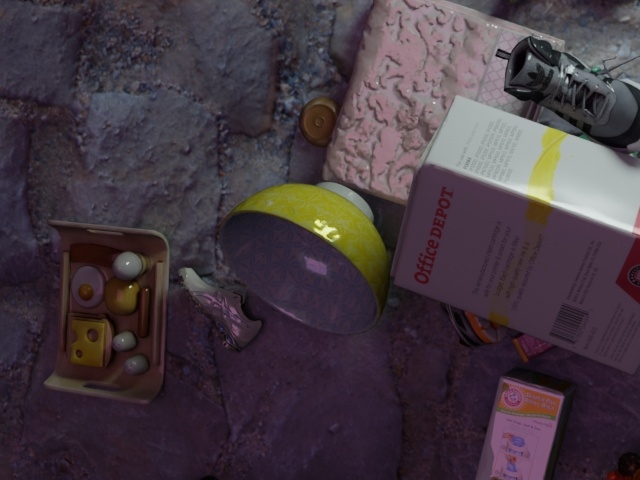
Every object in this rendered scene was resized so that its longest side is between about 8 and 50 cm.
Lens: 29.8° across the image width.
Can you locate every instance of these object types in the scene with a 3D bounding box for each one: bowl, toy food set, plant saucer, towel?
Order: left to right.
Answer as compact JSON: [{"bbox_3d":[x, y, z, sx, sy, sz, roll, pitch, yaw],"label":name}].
[{"bbox_3d":[-0.386,0.123,2.114,0.219,0.092,0.306,5,95,19],"label":"toy food set"},{"bbox_3d":[0.000,0.000,1.913,0.289,0.289,0.156,23,59,17],"label":"bowl"},{"bbox_3d":[0.001,-0.196,1.991,0.083,0.015,0.083,2,95,20],"label":"plant saucer"},{"bbox_3d":[0.186,-0.207,1.902,0.317,0.053,0.332,20,100,17],"label":"towel"}]

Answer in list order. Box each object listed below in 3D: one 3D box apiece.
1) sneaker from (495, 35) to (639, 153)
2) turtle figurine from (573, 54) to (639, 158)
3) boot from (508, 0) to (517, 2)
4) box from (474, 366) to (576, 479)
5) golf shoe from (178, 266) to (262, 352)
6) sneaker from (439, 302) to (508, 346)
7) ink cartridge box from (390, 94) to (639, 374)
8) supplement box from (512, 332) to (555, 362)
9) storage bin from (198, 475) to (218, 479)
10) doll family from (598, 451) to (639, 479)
[{"bbox_3d":[0.350,-0.206,1.683,0.268,0.153,0.101,44,114,53],"label":"sneaker"},{"bbox_3d":[0.430,-0.155,1.780,0.234,0.118,0.175,-43,45,30],"label":"turtle figurine"},{"bbox_3d":[0.397,-0.418,1.799,0.161,0.083,0.246,44,108,6],"label":"boot"},{"bbox_3d":[0.315,0.309,1.859,0.103,0.114,0.203,15,99,20],"label":"box"},{"bbox_3d":[-0.170,0.104,2.060,0.086,0.069,0.176,-38,83,-2],"label":"golf shoe"},{"bbox_3d":[0.216,0.072,1.901,0.083,0.084,0.215,-39,66,51],"label":"sneaker"},{"bbox_3d":[0.319,-0.008,1.716,0.384,0.160,0.279,21,141,9],"label":"ink cartridge box"},{"bbox_3d":[0.347,0.149,1.868,0.083,0.055,0.043,-31,84,20],"label":"supplement box"},{"bbox_3d":[-0.237,0.508,2.092,0.180,0.084,0.122,-38,81,19],"label":"storage bin"},{"bbox_3d":[0.533,0.399,1.757,0.263,0.118,0.163,8,120,18],"label":"doll family"}]
